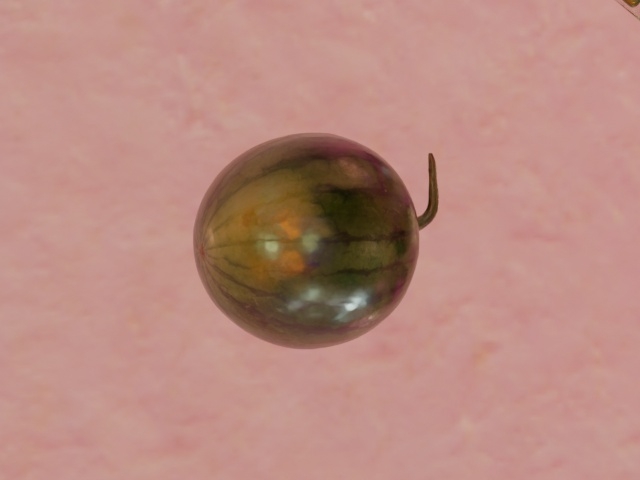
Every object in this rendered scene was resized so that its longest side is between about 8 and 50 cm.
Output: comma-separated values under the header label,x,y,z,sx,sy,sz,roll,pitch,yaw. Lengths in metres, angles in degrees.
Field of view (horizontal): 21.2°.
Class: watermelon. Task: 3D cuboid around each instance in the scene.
label,x,y,z,sx,sy,sz,roll,pitch,yaw
watermelon,0.000,0.000,1.462,0.215,0.188,0.188,-4,89,-20

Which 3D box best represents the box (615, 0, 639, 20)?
label,x,y,z,sx,sy,sz,roll,pitch,yaw
box,0.156,-0.214,1.111,0.173,0.043,0.311,42,13,5
